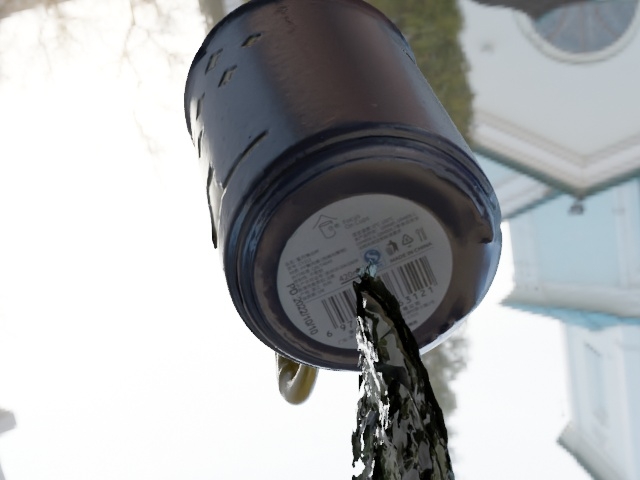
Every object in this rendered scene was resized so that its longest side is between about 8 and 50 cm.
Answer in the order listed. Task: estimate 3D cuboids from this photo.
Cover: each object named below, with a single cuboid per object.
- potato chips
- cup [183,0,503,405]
[{"bbox_3d":[0.014,0.125,0.463,0.029,0.220,0.202,4,-164,-14],"label":"potato chips"},{"bbox_3d":[0.019,-0.011,0.756,0.178,0.255,0.256,-20,-149,1],"label":"cup"}]
